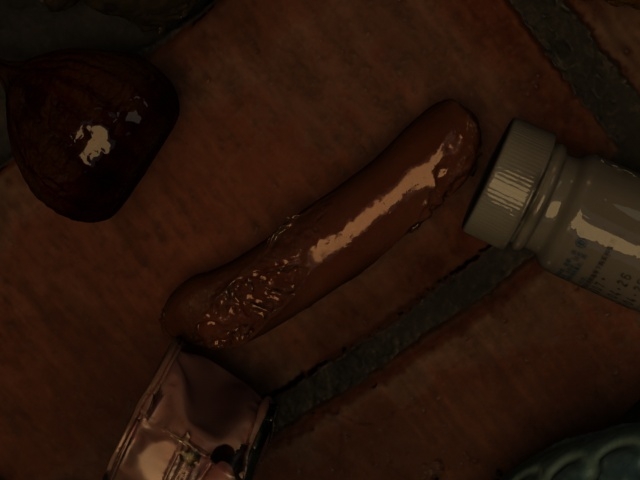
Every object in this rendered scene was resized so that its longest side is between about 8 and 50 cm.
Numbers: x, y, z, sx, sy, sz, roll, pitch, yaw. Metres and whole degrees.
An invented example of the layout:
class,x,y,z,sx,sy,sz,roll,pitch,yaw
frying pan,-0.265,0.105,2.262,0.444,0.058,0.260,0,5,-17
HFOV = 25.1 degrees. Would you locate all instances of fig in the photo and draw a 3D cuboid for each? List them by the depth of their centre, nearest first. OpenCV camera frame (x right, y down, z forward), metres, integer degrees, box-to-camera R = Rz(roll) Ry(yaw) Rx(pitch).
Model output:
class,x,y,z,sx,sy,sz,roll,pitch,yaw
fig,-0.216,-0.118,1.174,0.201,0.134,0.146,43,97,6

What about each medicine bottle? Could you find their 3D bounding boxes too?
class,x,y,z,sx,sy,sz,roll,pitch,yaw
medicine bottle,0.208,-0.019,1.142,0.168,0.105,0.105,25,106,1

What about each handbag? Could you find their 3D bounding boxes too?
class,x,y,z,sx,sy,sz,roll,pitch,yaw
handbag,-0.112,0.189,1.200,0.116,0.179,0.205,25,149,0

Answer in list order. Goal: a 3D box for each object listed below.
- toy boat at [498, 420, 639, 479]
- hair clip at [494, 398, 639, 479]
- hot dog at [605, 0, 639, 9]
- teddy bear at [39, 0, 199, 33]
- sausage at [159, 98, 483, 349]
class,x,y,z,sx,sy,sz,roll,pitch,yaw
toy boat,0.274,0.248,1.123,0.330,0.123,0.215,-19,119,36
hair clip,0.211,0.186,1.223,0.275,0.048,0.083,-30,102,15
hot dog,0.247,-0.212,1.108,0.289,0.068,0.083,12,82,10
teddy bear,-0.176,-0.243,1.138,0.190,0.140,0.177,37,148,-11
sausage,0.001,0.001,1.188,0.326,0.087,0.079,-35,132,14
